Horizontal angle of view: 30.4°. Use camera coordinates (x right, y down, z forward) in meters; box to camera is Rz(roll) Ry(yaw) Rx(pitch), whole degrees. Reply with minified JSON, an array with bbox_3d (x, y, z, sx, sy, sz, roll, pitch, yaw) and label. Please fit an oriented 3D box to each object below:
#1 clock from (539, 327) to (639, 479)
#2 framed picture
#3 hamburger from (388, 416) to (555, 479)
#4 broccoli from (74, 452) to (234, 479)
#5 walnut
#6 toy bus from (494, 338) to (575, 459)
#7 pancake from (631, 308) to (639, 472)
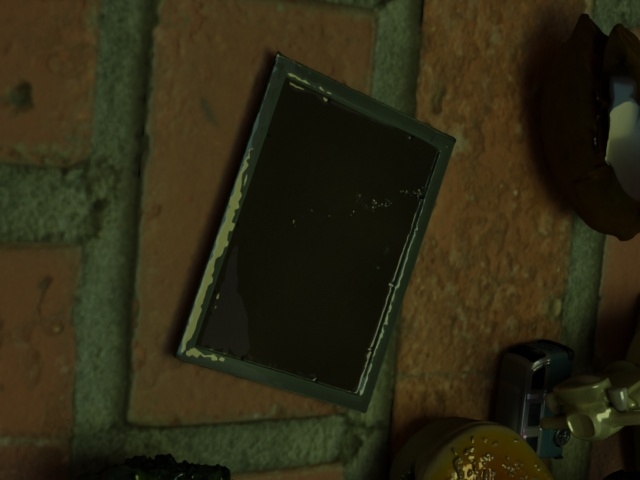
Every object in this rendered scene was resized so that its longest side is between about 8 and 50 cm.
[{"bbox_3d":[0.340,0.254,1.206,0.276,0.120,0.379,12,70,-42],"label":"clock"},{"bbox_3d":[0.000,0.000,1.122,0.231,0.018,0.293,22,85,-33],"label":"framed picture"},{"bbox_3d":[0.157,0.276,1.196,0.173,0.116,0.210,-43,119,-3],"label":"hamburger"},{"bbox_3d":[-0.161,0.302,0.943,0.177,0.198,0.275,65,29,-44],"label":"broccoli"},{"bbox_3d":[0.299,-0.115,1.229,0.137,0.137,0.245,-27,111,-27],"label":"walnut"},{"bbox_3d":[0.227,0.172,1.272,0.075,0.060,0.123,0,100,-30],"label":"toy bus"},{"bbox_3d":[0.503,0.240,1.459,0.305,0.067,0.427,-20,106,-31],"label":"pancake"}]
